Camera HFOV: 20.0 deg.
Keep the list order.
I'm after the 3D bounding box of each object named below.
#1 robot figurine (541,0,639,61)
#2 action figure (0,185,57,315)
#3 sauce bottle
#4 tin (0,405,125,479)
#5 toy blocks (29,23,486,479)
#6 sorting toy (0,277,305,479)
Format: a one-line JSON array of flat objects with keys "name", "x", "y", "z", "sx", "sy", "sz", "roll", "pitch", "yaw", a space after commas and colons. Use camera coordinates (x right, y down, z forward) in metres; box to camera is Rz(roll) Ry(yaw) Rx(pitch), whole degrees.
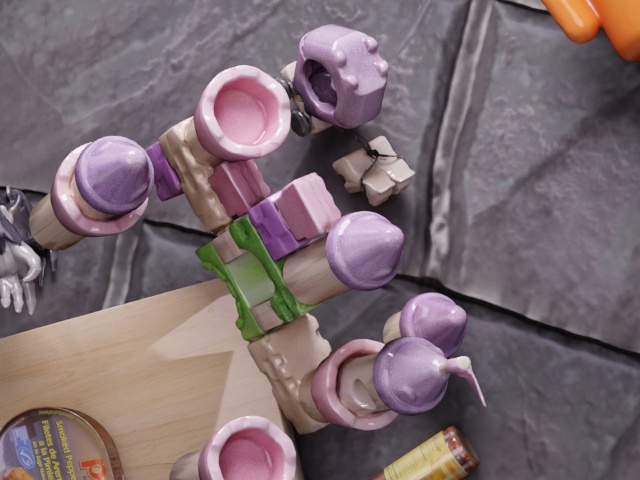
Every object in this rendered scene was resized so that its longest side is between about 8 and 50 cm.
[{"name": "robot figurine", "x": 0.250, "y": -0.223, "z": 1.370, "sx": 0.158, "sy": 0.128, "sz": 0.219, "roll": -36, "pitch": 79, "yaw": 37}, {"name": "action figure", "x": -0.295, "y": 0.017, "z": 1.409, "sx": 0.164, "sy": 0.275, "sz": 0.141, "roll": -20, "pitch": 81, "yaw": 12}, {"name": "sauce bottle", "x": 0.064, "y": 0.195, "z": 1.433, "sx": 0.128, "sy": 0.042, "sz": 0.042, "roll": -36, "pitch": 79, "yaw": 11}, {"name": "tin", "x": -0.194, "y": 0.221, "z": 1.404, "sx": 0.106, "sy": 0.040, "sz": 0.190, "roll": -18, "pitch": 82, "yaw": 16}, {"name": "toy blocks", "x": 0.000, "y": 0.000, "z": 1.288, "sx": 0.309, "sy": 0.260, "sz": 0.288, "roll": -29, "pitch": 90, "yaw": -28}, {"name": "sorting toy", "x": -0.137, "y": 0.182, "z": 1.457, "sx": 0.257, "sy": 0.089, "sz": 0.255, "roll": -15, "pitch": 83, "yaw": 13}]
